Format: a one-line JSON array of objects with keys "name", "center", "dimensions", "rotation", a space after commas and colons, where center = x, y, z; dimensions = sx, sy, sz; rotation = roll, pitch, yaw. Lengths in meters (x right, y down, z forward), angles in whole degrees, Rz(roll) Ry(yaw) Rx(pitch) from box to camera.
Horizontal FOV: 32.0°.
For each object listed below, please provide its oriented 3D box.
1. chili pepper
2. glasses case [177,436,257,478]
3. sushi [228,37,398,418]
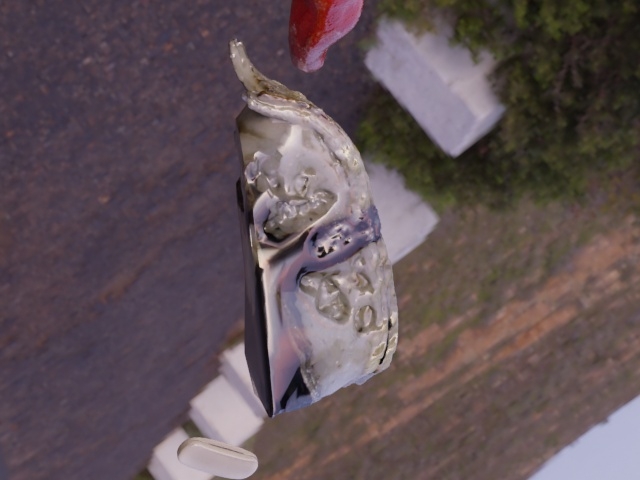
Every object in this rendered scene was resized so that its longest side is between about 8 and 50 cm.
[{"name": "chili pepper", "center": [0.005, -0.168, 0.792], "dimensions": [0.191, 0.050, 0.059], "rotation": [112, -11, -68]}, {"name": "glasses case", "center": [-0.098, 0.209, 1.071], "dimensions": [0.083, 0.021, 0.032], "rotation": [22, 121, -30]}, {"name": "sushi", "center": [-0.004, -0.012, 0.811], "dimensions": [0.109, 0.273, 0.134], "rotation": [-5, -175, -10]}]
